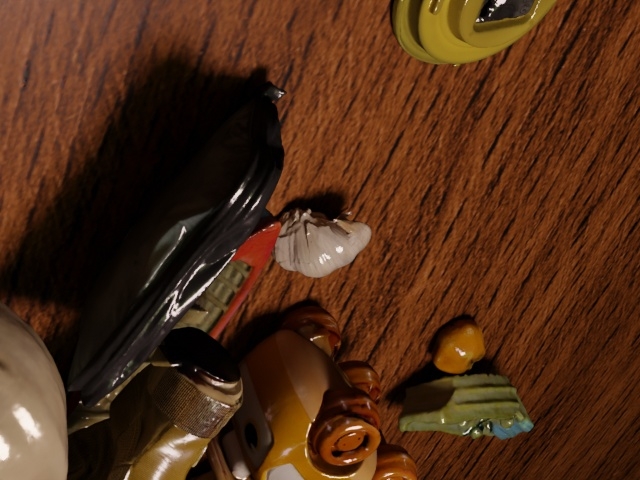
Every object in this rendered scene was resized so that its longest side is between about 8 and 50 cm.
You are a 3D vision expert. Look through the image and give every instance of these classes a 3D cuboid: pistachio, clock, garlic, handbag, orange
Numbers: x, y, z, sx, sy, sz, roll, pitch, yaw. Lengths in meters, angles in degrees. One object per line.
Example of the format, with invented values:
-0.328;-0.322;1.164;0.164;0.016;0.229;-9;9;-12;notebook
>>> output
-0.336;0.156;1.356;0.208;0.226;0.332;-52;158;-31;pistachio
0.180;-0.256;1.478;0.237;0.057;0.237;-26;148;-18;clock
0.000;0.002;1.633;0.113;0.074;0.094;-22;160;4;garlic
-0.138;0.003;1.405;0.075;0.192;0.332;33;112;-15;handbag
0.194;0.152;2.063;0.086;0.062;0.086;-24;146;-17;orange

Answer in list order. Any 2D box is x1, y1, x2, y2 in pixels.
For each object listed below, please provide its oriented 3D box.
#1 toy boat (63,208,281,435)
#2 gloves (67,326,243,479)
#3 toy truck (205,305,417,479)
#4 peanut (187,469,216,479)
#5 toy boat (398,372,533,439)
-0.173;0.093;1.571;0.136;0.079;0.392;8;129;-49;toy boat
-0.209;0.239;1.524;0.331;0.154;0.141;-50;161;9;gloves
-0.014;0.240;1.801;0.211;0.204;0.288;-31;137;7;toy truck
-0.091;0.362;1.985;0.313;0.149;0.149;-9;140;-40;peanut
0.213;0.242;2.162;0.111;0.084;0.276;-18;161;33;toy boat
